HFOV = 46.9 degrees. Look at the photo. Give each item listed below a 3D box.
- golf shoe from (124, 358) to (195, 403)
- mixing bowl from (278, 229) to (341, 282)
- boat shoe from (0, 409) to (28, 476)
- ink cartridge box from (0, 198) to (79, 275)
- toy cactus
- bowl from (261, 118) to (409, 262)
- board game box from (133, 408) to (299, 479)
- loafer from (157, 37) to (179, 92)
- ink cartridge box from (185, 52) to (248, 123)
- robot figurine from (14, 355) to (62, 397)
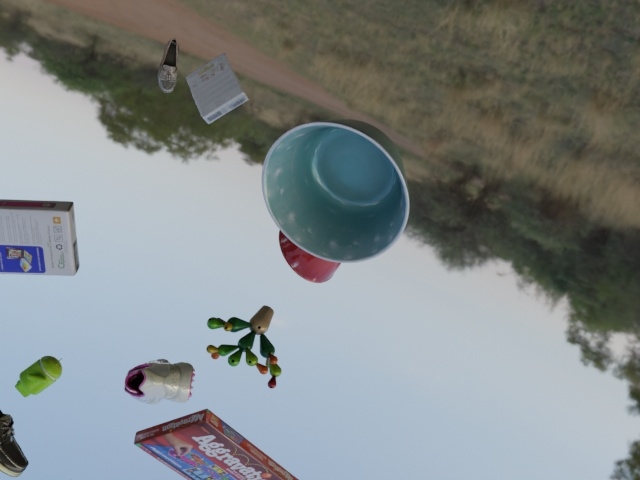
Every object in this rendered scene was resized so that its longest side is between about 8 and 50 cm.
[{"bbox_3d":[-0.421,0.335,1.780,0.140,0.115,0.306,13,161,-33],"label":"golf shoe"},{"bbox_3d":[0.000,0.000,1.757,0.181,0.181,0.098,24,140,-31],"label":"mixing bowl"},{"bbox_3d":[-0.674,0.386,1.526,0.223,0.073,0.080,52,-179,-1],"label":"boat shoe"},{"bbox_3d":[-0.767,-0.008,1.737,0.371,0.175,0.069,1,-152,-7],"label":"ink cartridge box"},{"bbox_3d":[-0.167,0.237,1.762,0.219,0.180,0.112,34,142,-1],"label":"toy cactus"},{"bbox_3d":[0.052,-0.124,1.524,0.312,0.311,0.163,24,-145,9],"label":"bowl"},{"bbox_3d":[-0.169,0.379,1.255,0.281,0.145,0.027,50,-154,-39],"label":"board game box"},{"bbox_3d":[-0.349,-0.406,1.702,0.045,0.125,0.039,8,172,-15],"label":"loafer"},{"bbox_3d":[-0.307,-0.448,2.172,0.045,0.145,0.179,47,-165,-57],"label":"ink cartridge box"},{"bbox_3d":[-0.665,0.320,1.751,0.067,0.115,0.101,54,175,-12],"label":"robot figurine"}]
